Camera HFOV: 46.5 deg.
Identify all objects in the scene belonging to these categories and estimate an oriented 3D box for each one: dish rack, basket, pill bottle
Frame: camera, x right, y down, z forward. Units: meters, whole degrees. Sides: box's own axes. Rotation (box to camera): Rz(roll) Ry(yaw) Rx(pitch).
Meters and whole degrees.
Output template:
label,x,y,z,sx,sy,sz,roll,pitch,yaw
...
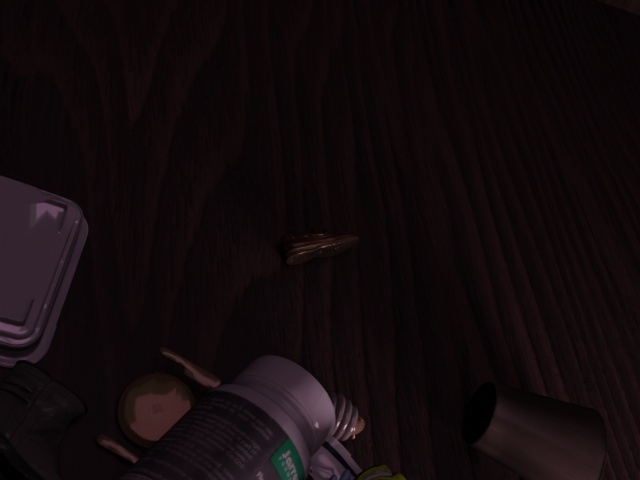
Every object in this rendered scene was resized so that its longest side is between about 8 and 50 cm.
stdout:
label,x,y,z,sx,sy,sz,roll,pitch,yaw
dish rack,-0.540,0.020,1.193,0.286,0.072,0.332,19,49,-16
basket,0.399,0.370,1.413,0.227,0.154,0.204,24,50,-7
pill bottle,-0.144,0.341,1.084,0.204,0.204,0.361,43,48,5

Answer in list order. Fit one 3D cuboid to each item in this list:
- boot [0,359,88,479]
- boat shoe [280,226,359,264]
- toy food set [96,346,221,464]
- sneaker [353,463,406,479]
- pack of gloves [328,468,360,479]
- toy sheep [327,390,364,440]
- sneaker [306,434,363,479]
label,x,y,z,sx,sy,sz,roll,pitch,yaw
boot,-0.389,0.287,1.075,0.246,0.083,0.161,41,41,2
boat shoe,0.000,0.000,1.515,0.178,0.064,0.060,-11,65,-32
toy food set,-0.258,0.276,1.188,0.132,0.038,0.192,32,57,2
sneaker,0.128,0.485,1.083,0.111,0.121,0.299,-26,90,1
pack of gloves,0.054,0.485,1.160,0.195,0.046,0.232,30,79,-11
toy sheep,0.017,0.301,1.288,0.132,0.091,0.091,20,49,-10
sneaker,0.045,0.428,1.221,0.235,0.090,0.095,44,59,11
